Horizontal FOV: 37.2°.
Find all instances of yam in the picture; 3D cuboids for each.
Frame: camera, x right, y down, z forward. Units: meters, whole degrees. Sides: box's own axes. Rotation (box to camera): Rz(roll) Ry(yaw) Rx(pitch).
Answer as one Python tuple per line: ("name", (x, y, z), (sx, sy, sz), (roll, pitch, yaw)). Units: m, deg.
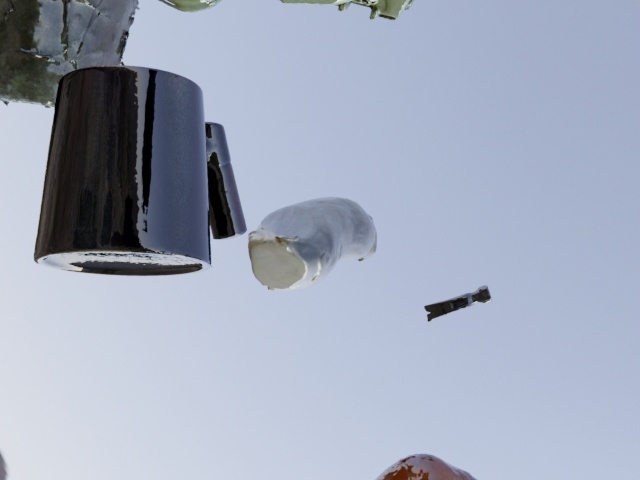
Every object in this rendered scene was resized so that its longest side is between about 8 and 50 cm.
("yam", (-0.317, -0.315, 1.085), (0.241, 0.241, 0.348), (19, -82, 50))

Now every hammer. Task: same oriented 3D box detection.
("hammer", (0.129, 0.068, 0.975), (0.182, 0.062, 0.017), (95, -23, -84))

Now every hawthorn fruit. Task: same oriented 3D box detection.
("hawthorn fruit", (0.088, 0.243, 0.805), (0.128, 0.128, 0.128), (36, -40, 38))

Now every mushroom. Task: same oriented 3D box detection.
("mushroom", (0.000, -0.002, 1.287), (0.097, 0.351, 0.109), (-12, -86, 25))

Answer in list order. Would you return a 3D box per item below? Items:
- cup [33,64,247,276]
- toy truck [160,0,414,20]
("cup", (-0.180, -0.056, 0.953), (0.239, 0.166, 0.177), (43, 45, -75))
("toy truck", (-0.030, -0.161, 0.473), (0.191, 0.116, 0.085), (16, -32, 18))
